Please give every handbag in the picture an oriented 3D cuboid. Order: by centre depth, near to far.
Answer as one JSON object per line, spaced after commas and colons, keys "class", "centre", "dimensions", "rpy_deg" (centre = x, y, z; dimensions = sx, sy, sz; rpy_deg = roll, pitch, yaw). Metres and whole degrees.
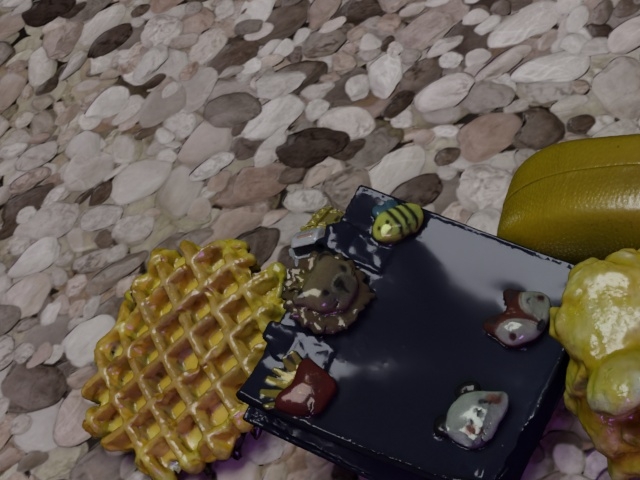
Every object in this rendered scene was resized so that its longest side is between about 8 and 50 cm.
{"class": "handbag", "centre": [0.102, 0.114, 1.662], "dimensions": [0.329, 0.122, 0.303], "rpy_deg": [23, 62, 15]}

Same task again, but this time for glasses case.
{"class": "glasses case", "centre": [0.369, -0.023, 1.682], "dimensions": [0.371, 0.173, 0.141], "rpy_deg": [-2, 53, 30]}

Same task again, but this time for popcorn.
{"class": "popcorn", "centre": [0.336, 0.122, 1.522], "dimensions": [0.192, 0.233, 0.266], "rpy_deg": [-8, 20, 17]}

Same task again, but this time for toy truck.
{"class": "toy truck", "centre": [0.000, 0.000, 1.950], "dimensions": [0.052, 0.063, 0.123], "rpy_deg": [-13, 14, 20]}

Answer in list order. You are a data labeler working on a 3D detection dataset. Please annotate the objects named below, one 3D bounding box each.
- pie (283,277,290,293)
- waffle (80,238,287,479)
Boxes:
{"class": "pie", "centre": [-0.115, 0.122, 1.916], "dimensions": [0.282, 0.068, 0.129], "rpy_deg": [-16, 54, 18]}
{"class": "waffle", "centre": [-0.167, 0.136, 1.862], "dimensions": [0.329, 0.062, 0.329], "rpy_deg": [-13, 65, 30]}
